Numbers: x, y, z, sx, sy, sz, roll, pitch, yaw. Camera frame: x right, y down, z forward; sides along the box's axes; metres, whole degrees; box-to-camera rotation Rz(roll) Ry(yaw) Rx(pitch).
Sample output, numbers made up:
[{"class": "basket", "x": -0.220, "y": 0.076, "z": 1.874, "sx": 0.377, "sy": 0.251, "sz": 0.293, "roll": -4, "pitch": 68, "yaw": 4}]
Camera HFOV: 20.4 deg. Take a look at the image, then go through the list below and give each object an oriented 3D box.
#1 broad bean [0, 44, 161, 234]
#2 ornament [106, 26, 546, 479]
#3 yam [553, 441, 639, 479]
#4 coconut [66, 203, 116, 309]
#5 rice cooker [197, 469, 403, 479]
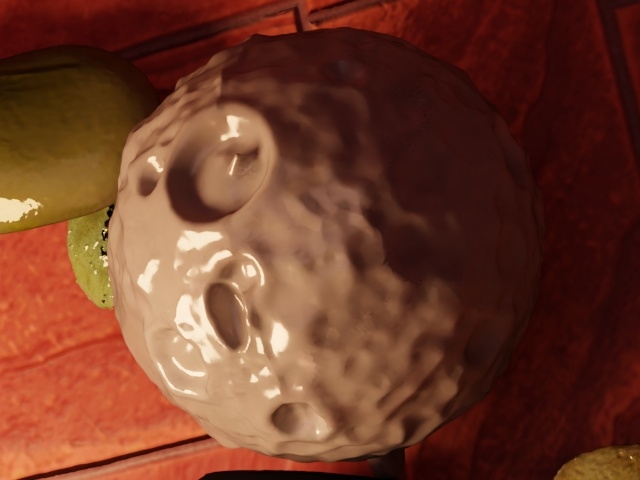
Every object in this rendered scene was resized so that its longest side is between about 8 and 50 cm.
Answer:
[{"class": "broad bean", "x": -0.262, "y": -0.089, "z": 1.527, "sx": 0.263, "sy": 0.121, "sz": 0.189, "roll": -6, "pitch": 54, "yaw": 24}, {"class": "ornament", "x": 0.000, "y": 0.000, "z": 1.341, "sx": 0.337, "sy": 0.337, "sz": 0.337, "roll": -3, "pitch": 79, "yaw": 17}, {"class": "yam", "x": 0.240, "y": 0.235, "z": 1.271, "sx": 0.161, "sy": 0.268, "sz": 0.161, "roll": -7, "pitch": 73, "yaw": 26}, {"class": "coconut", "x": -0.165, "y": -0.001, "z": 1.539, "sx": 0.133, "sy": 0.055, "sz": 0.158, "roll": -45, "pitch": 70, "yaw": 4}, {"class": "rice cooker", "x": 0.005, "y": 0.297, "z": 1.333, "sx": 0.224, "sy": 0.267, "sz": 0.267, "roll": 8, "pitch": 82, "yaw": 15}]
